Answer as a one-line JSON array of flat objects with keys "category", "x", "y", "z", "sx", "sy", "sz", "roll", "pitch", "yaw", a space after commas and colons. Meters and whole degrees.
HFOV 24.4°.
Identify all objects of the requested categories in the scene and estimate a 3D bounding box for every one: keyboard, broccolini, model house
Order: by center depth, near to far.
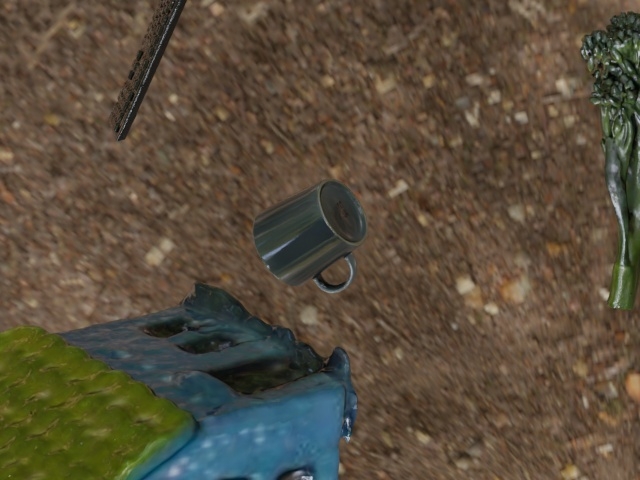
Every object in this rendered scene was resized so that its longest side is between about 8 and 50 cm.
[{"category": "broccolini", "x": 0.222, "y": -0.055, "z": 1.007, "sx": 0.068, "sy": 0.091, "sz": 0.203, "roll": -3, "pitch": 99, "yaw": 27}, {"category": "model house", "x": -0.156, "y": 0.177, "z": 1.091, "sx": 0.237, "sy": 0.303, "sz": 0.216, "roll": 22, "pitch": 114, "yaw": 46}, {"category": "keyboard", "x": -0.117, "y": -0.171, "z": 1.116, "sx": 0.010, "sy": 0.063, "sz": 0.198, "roll": 21, "pitch": 101, "yaw": -21}]

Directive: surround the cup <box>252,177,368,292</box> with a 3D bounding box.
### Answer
[{"category": "cup", "x": 0.000, "y": 0.000, "z": 1.327, "sx": 0.077, "sy": 0.078, "sz": 0.100, "roll": -30, "pitch": 105, "yaw": 32}]
